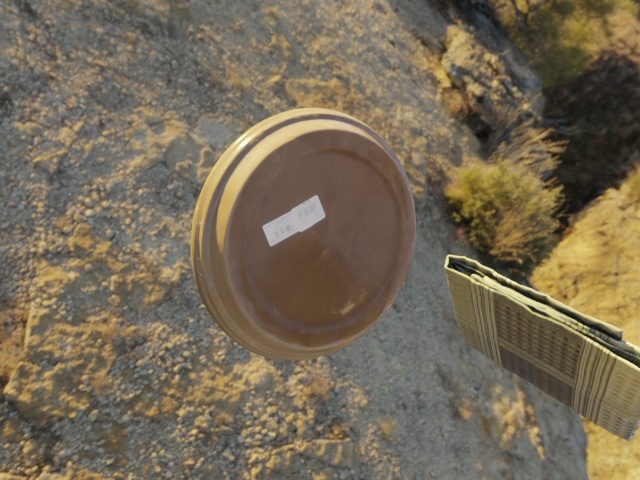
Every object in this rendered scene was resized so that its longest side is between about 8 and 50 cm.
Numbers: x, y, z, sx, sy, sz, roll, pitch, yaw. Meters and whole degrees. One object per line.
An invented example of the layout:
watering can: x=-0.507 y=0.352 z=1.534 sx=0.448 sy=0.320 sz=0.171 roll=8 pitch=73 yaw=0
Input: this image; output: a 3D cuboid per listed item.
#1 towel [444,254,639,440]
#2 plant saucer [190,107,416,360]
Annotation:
towel: x=0.342 y=0.158 z=0.882 sx=0.312 sy=0.056 sz=0.324 roll=31 pitch=-17 yaw=32
plant saucer: x=0.000 y=0.000 z=0.630 sx=0.277 sy=0.041 sz=0.278 roll=-7 pitch=103 yaw=-30
